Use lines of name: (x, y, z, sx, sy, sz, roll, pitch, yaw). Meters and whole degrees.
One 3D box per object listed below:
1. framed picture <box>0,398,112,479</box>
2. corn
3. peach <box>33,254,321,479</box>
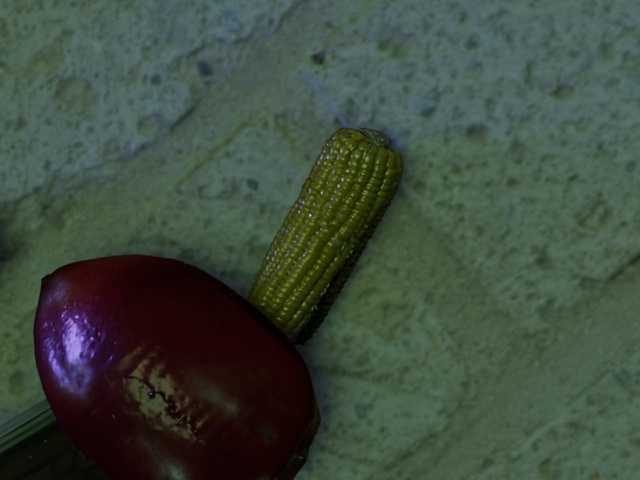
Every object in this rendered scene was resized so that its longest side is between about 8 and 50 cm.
framed picture: (-0.207, 0.230, 1.224, 0.252, 0.014, 0.197, -31, 85, -22)
corn: (0.000, 0.000, 1.206, 0.072, 0.072, 0.203, 31, 102, 10)
peach: (-0.127, 0.102, 1.177, 0.267, 0.158, 0.154, 46, 131, 10)
